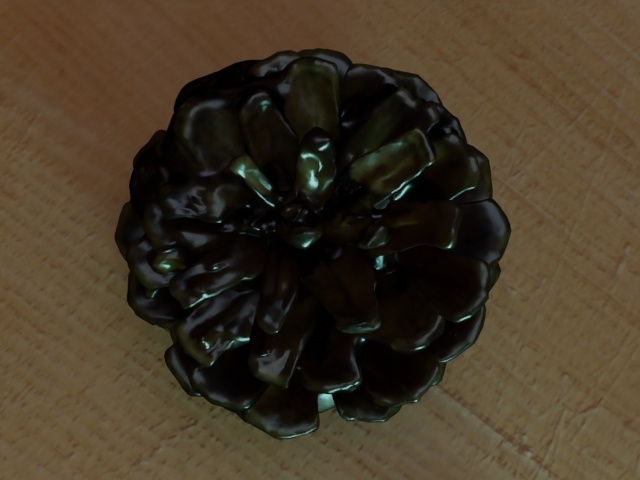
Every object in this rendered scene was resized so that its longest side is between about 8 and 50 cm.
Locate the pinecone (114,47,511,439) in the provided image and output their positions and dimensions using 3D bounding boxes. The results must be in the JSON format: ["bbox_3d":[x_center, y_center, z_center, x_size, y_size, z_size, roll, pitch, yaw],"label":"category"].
[{"bbox_3d":[0.000,0.000,1.449,0.398,0.397,0.397,3,65,-7],"label":"pinecone"}]
